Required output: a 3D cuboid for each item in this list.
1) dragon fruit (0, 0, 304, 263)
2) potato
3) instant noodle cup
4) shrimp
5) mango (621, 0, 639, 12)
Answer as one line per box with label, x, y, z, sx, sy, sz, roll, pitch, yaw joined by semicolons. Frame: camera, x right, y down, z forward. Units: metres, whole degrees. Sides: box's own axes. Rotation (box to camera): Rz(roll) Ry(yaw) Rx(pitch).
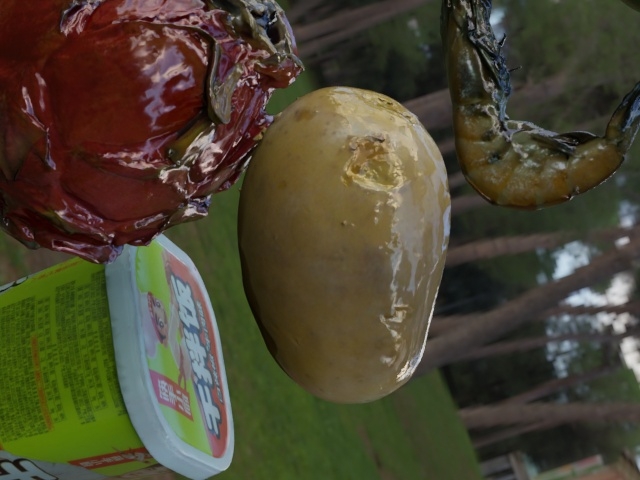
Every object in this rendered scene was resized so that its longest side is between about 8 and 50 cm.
dragon fruit;-0.186;-0.129;1.109;0.277;0.342;0.277;37;27;-22
potato;0.010;0.006;0.911;0.150;0.146;0.234;-104;-160;-67
instant noodle cup;-0.287;0.157;1.408;0.294;0.307;0.294;-17;90;-79
shrimp;0.200;-0.162;1.157;0.051;0.198;0.262;3;74;-61
mango;0.473;-0.336;1.659;0.251;0.156;0.114;36;-63;37
